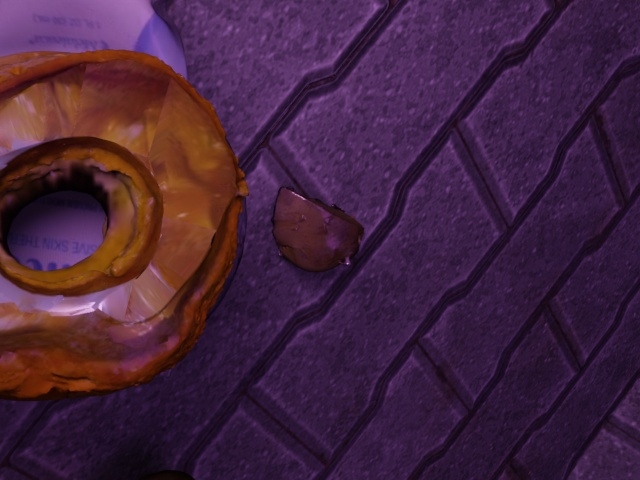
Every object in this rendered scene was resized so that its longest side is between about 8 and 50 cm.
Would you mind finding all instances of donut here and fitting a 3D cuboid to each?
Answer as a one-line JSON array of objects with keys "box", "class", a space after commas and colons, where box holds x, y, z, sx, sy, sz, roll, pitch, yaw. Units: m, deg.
[{"box": [-0.216, -0.010, 1.152, 0.330, 0.160, 0.329, 0, 90, -22], "class": "donut"}]

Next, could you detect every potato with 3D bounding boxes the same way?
[{"box": [0.000, 0.000, 1.847, 0.100, 0.089, 0.172, -57, 150, 4], "class": "potato"}]

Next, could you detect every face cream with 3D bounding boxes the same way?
[{"box": [-0.234, -0.092, 1.311, 0.137, 0.235, 0.420, -39, 136, -80], "class": "face cream"}]

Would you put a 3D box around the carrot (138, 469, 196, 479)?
[{"box": [-0.249, 0.462, 1.792, 0.340, 0.224, 0.224, -46, 147, -14], "class": "carrot"}]

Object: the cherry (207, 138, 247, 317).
[{"box": [-0.192, -0.005, 1.464, 0.255, 0.218, 0.296, -20, 127, -65], "class": "cherry"}]
